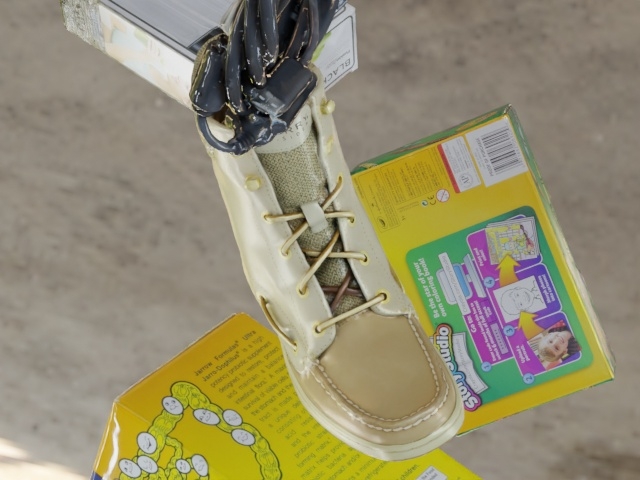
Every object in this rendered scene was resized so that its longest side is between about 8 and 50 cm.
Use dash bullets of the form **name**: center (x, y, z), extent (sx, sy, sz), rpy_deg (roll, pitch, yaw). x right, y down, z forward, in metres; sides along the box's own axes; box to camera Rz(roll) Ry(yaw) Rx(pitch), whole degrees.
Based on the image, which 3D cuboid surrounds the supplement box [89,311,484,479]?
- **supplement box**: center (-0.015, 0.264, 1.658), extent (0.356, 0.195, 0.194), rpy_deg (34, 127, 18)

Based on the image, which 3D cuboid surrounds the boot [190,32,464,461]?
- **boot**: center (0.000, 0.000, 1.195), extent (0.095, 0.262, 0.203), rpy_deg (-23, 134, -9)

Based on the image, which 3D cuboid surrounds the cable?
- **cable**: center (-0.008, -0.133, 0.836), extent (0.047, 0.184, 0.150), rpy_deg (20, 130, 11)

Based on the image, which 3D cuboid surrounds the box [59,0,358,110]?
- **box**: center (-0.120, -0.234, 1.956), extent (0.290, 0.169, 0.087), rpy_deg (35, 149, 28)

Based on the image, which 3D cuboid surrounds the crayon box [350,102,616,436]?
- **crayon box**: center (0.157, 0.029, 1.784), extent (0.165, 0.278, 0.081), rpy_deg (-21, -174, 13)
